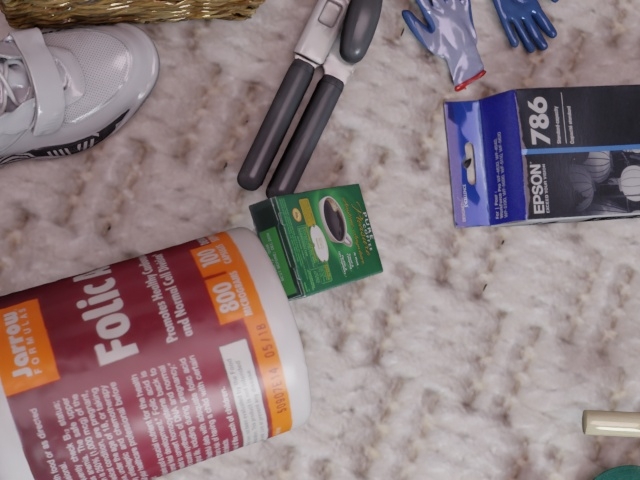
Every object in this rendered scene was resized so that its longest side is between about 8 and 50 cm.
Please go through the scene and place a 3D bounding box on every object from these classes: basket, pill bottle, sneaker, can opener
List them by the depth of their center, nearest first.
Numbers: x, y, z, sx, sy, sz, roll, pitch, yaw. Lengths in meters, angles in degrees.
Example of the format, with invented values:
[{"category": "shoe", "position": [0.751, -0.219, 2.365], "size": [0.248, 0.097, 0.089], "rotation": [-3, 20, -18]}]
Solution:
[{"category": "pill bottle", "position": [-0.226, 0.142, 1.020], "size": [0.392, 0.224, 0.224], "rotation": [-17, 88, -13]}, {"category": "sneaker", "position": [-0.334, -0.149, 1.031], "size": [0.366, 0.210, 0.137], "rotation": [-21, 90, -13]}, {"category": "basket", "position": [-0.205, -0.363, 1.077], "size": [0.299, 0.213, 0.222], "rotation": [-5, 86, -12]}, {"category": "can opener", "position": [-0.007, -0.181, 1.161], "size": [0.076, 0.095, 0.283], "rotation": [26, 80, -8]}]

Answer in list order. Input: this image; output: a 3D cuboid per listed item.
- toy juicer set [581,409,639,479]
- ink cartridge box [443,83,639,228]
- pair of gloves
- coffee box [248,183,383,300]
[{"category": "toy juicer set", "position": [0.338, 0.320, 1.198], "size": [0.209, 0.089, 0.328], "rotation": [23, 89, 4]}, {"category": "ink cartridge box", "position": [0.323, -0.105, 1.242], "size": [0.333, 0.065, 0.165], "rotation": [-5, 86, -11]}, {"category": "pair of gloves", "position": [0.201, -0.286, 1.248], "size": [0.198, 0.023, 0.159], "rotation": [-29, 97, -13]}, {"category": "coffee box", "position": [0.000, 0.000, 1.116], "size": [0.040, 0.184, 0.113], "rotation": [-18, 89, 31]}]
